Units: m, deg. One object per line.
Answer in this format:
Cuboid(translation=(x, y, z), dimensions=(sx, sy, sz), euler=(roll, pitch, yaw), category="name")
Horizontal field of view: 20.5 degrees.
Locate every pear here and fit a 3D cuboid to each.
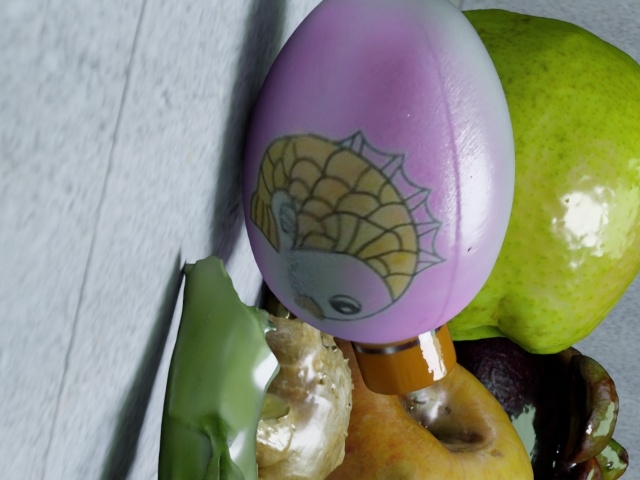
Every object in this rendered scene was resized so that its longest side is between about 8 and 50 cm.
Cuboid(translation=(0.194, -0.054, 1.935), dimensions=(0.391, 0.391, 0.391), euler=(14, 90, -84), category="pear")

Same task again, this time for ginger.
Cuboid(translation=(-0.031, 0.141, 1.475), dimensions=(0.157, 0.102, 0.216), euler=(54, 50, -51), category="ginger")

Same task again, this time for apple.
Cuboid(translation=(0.063, 0.255, 1.826), dimensions=(0.275, 0.299, 0.299), euler=(-47, -169, 31), category="apple")

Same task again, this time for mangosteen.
Cuboid(translation=(0.207, 0.255, 2.390), dimensions=(0.382, 0.435, 0.382), euler=(17, 90, -83), category="mangosteen")

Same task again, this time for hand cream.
Cuboid(translation=(0.038, -0.021, 1.490), dimensions=(0.139, 0.089, 0.314), euler=(-62, 140, -65), category="hand cream")

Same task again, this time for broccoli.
Cuboid(translation=(-0.043, 0.207, 1.078), dimensions=(0.254, 0.186, 0.302), euler=(85, 25, -46), category="broccoli")

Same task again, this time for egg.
Cuboid(translation=(0.039, -0.055, 1.233), dimensions=(0.196, 0.196, 0.271), euler=(-66, 155, -60), category="egg")

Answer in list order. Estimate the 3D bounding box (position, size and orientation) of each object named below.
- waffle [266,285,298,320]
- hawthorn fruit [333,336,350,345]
Cuboid(translation=(-0.001, 0.000, 1.636), dimensions=(0.229, 0.057, 0.219), euler=(82, 22, -74), category="waffle")
Cuboid(translation=(0.060, 0.058, 2.127), dimensions=(0.189, 0.149, 0.149), euler=(59, 23, -17), category="hawthorn fruit")
